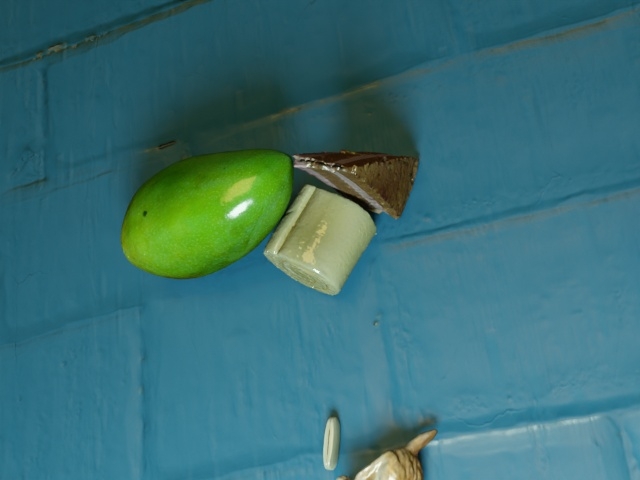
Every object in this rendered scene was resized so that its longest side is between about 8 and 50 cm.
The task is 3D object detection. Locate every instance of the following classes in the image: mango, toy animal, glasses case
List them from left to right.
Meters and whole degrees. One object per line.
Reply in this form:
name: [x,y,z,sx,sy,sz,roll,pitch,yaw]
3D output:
mango: [-0.187,-0.054,1.474,0.382,0.225,0.201,-24,96,38]
glasses case: [0.018,0.324,1.377,0.021,0.032,0.083,-3,69,23]
toy animal: [0.141,0.395,1.267,0.184,0.104,0.185,-34,57,-2]

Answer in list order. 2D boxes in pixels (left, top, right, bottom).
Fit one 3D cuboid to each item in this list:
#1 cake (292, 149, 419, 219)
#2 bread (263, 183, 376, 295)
cake: [0.063,-0.099,1.406,0.116,0.295,0.112,10,93,28]
bread: [0.000,0.000,1.456,0.148,0.134,0.141,27,77,17]
